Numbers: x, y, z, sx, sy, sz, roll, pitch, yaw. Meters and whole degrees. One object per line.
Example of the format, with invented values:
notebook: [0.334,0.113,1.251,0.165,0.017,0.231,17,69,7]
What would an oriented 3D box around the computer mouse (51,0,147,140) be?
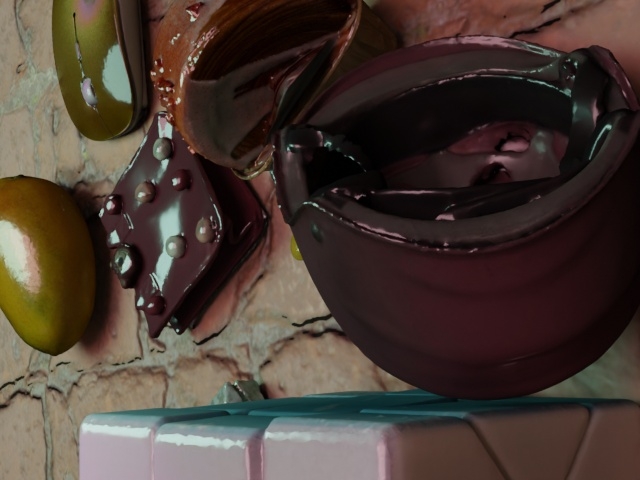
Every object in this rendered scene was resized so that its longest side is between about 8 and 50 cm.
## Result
computer mouse: [-0.294,-0.287,1.199,0.158,0.072,0.310,-13,79,45]

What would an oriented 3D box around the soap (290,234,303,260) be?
soap: [0.000,0.000,0.936,0.089,0.012,0.034,-15,77,42]

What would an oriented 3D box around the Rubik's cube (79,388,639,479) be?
Rubik's cube: [0.036,0.277,0.674,0.316,0.322,0.318,-9,80,45]

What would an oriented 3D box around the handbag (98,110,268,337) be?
handbag: [-0.176,-0.021,1.066,0.216,0.074,0.203,-49,56,31]

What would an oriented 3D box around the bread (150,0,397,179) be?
bread: [-0.047,-0.161,0.857,0.224,0.212,0.142,-54,50,26]

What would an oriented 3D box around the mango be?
mango: [-0.378,0.022,1.216,0.254,0.139,0.175,56,136,21]

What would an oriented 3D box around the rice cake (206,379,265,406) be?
rice cake: [-0.164,0.284,1.043,0.336,0.063,0.066,-53,46,29]

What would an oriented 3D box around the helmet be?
helmet: [0.113,-0.018,0.681,0.338,0.271,0.197,-104,-4,-65]
